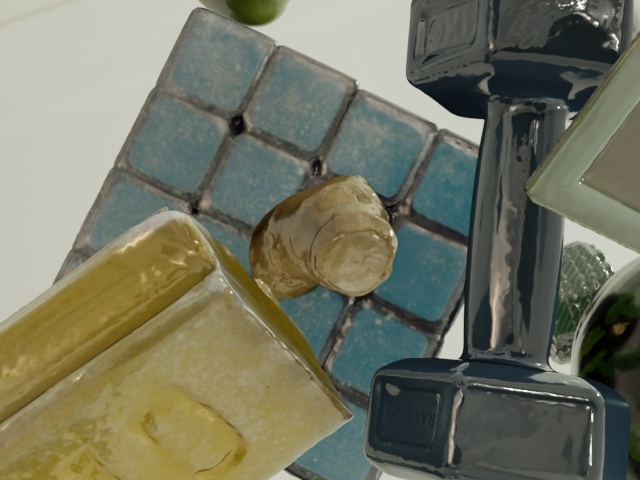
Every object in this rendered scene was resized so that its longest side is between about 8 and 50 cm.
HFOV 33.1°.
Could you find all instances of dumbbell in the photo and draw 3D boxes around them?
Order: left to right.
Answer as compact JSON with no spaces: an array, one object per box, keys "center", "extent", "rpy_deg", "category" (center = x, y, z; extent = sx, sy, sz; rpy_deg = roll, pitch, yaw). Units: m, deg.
[{"center":[0.118,-0.005,0.653],"extent":[0.143,0.157,0.316],"rpy_deg":[109,-12,-82],"category":"dumbbell"}]

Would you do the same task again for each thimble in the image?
[{"center":[0.266,0.064,1.145],"extent":[0.135,0.090,0.118],"rpy_deg":[-104,173,-79],"category":"thimble"}]

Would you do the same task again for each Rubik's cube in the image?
[{"center":[-0.032,0.020,1.086],"extent":[0.344,0.337,0.344],"rpy_deg":[62,53,-86],"category":"Rubik's cube"}]

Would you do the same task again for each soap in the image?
[{"center":[-0.135,0.118,0.592],"extent":[0.089,0.274,0.173],"rpy_deg":[56,3,42],"category":"soap"}]

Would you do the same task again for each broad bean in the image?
[{"center":[-0.084,-0.274,1.054],"extent":[0.174,0.124,0.082],"rpy_deg":[61,48,-66],"category":"broad bean"}]

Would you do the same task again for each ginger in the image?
[{"center":[0.001,0.002,0.809],"extent":[0.190,0.069,0.095],"rpy_deg":[-21,-108,59],"category":"ginger"}]

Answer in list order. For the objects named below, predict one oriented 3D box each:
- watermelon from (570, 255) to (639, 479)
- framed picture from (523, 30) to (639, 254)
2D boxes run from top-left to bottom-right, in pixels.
[{"center":[0.346,0.133,0.915],"extent":[0.285,0.285,0.285],"rpy_deg":[161,-90,-87],"category":"watermelon"},{"center":[0.250,-0.088,0.407],"extent":[0.232,0.296,0.019],"rpy_deg":[25,27,-19],"category":"framed picture"}]
